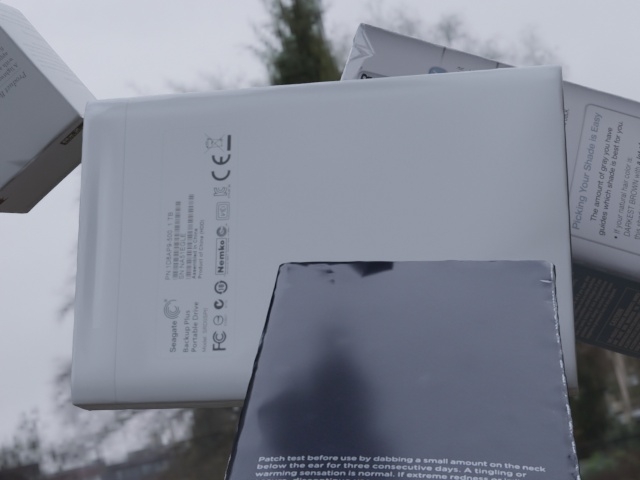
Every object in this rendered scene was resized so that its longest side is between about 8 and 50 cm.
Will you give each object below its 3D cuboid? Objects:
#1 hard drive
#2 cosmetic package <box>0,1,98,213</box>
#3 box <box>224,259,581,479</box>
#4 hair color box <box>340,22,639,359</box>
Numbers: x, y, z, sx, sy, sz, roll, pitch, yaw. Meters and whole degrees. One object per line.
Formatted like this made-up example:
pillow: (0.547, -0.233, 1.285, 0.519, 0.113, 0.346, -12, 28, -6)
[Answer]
hard drive: (0.000, 0.000, 0.974, 0.353, 0.233, 0.047, -3, -16, 12)
cosmetic package: (-0.342, -0.142, 1.448, 0.151, 0.183, 0.151, -41, -4, 7)
box: (0.053, 0.230, 0.781, 0.179, 0.343, 0.312, 0, 25, 7)
hair color box: (0.181, -0.034, 1.144, 0.374, 0.185, 0.113, 17, -35, 2)
